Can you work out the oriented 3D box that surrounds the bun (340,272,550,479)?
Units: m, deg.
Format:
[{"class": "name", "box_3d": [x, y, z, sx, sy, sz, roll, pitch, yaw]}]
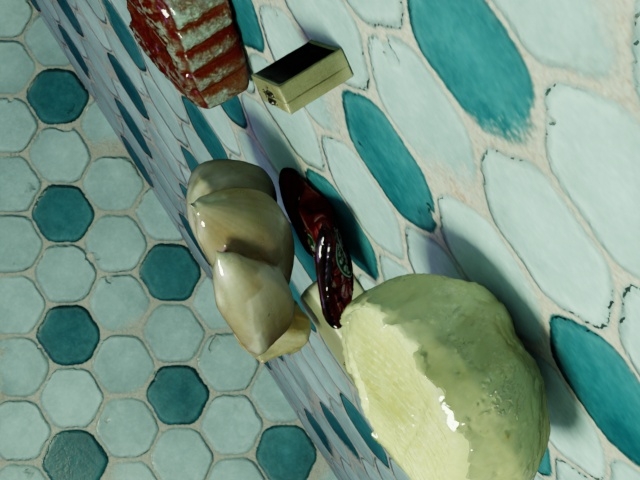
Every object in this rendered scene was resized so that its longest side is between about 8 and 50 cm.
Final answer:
[{"class": "bun", "box_3d": [0.138, 0.143, 1.146, 0.259, 0.152, 0.259, 50, 153, 37]}]

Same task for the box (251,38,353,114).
[{"class": "box", "box_3d": [-0.021, -0.168, 1.161, 0.079, 0.083, 0.035, 34, 154, 60]}]

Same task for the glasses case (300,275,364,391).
[{"class": "glasses case", "box_3d": [0.085, 0.189, 1.663, 0.313, 0.070, 0.131, 56, 168, 5]}]

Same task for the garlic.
[{"class": "garlic", "box_3d": [-0.104, 0.011, 1.590, 0.325, 0.132, 0.279, 78, 173, -46]}]

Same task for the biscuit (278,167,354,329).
[{"class": "biscuit", "box_3d": [0.001, 0.005, 1.529, 0.235, 0.063, 0.151, -110, -2, -61]}]

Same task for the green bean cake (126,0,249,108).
[{"class": "green bean cake", "box_3d": [-0.187, -0.294, 1.473, 0.198, 0.097, 0.233, 51, 167, 29]}]
